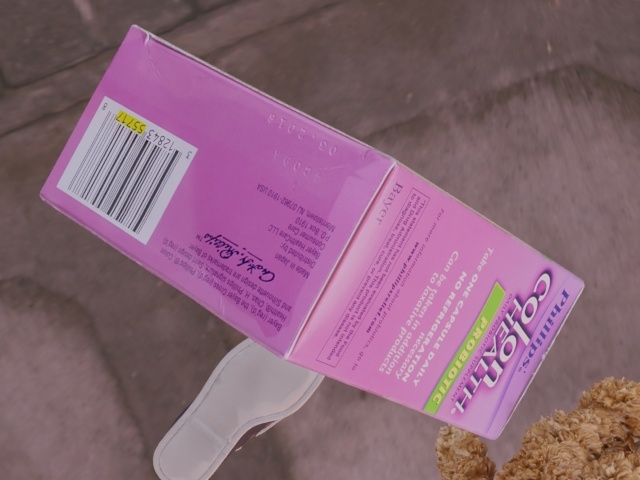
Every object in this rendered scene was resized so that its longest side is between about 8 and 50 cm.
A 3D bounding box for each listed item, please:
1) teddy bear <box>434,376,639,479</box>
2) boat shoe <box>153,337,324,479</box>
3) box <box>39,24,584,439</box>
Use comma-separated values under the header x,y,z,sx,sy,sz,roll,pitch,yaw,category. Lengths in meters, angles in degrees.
x,y,z,sx,sy,sz,roll,pitch,yaw,category
0.212,0.243,1.385,0.338,0.245,0.113,-18,140,-7,teddy bear
-0.063,0.132,1.284,0.075,0.065,0.206,45,108,0,boat shoe
0.000,0.000,0.883,0.213,0.243,0.117,30,93,36,box
